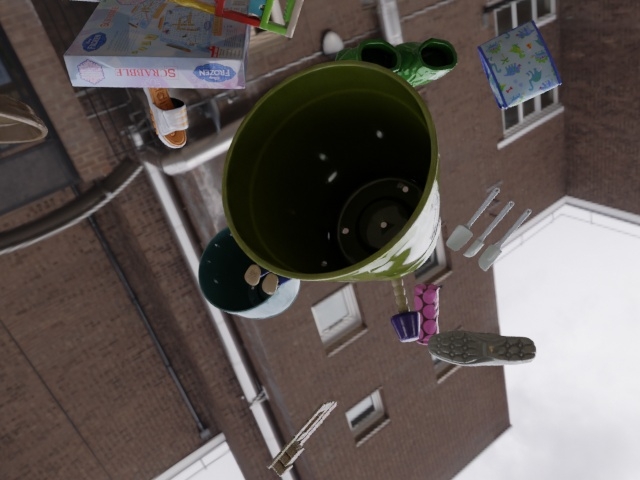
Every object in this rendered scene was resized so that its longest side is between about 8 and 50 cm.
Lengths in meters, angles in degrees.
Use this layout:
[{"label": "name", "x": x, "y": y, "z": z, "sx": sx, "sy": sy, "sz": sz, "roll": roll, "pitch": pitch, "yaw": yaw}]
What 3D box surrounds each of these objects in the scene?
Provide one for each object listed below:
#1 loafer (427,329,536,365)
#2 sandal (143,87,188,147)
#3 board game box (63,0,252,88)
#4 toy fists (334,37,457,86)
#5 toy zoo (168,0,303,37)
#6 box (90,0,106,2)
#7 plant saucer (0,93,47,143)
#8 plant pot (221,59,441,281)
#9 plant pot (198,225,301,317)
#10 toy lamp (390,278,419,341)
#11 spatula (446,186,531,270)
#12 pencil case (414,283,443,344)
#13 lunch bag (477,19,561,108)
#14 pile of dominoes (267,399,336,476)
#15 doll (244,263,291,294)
[{"label": "loafer", "x": 0.494, "y": 0.337, "z": 1.703, "sx": 0.320, "sy": 0.111, "sz": 0.111, "roll": 3, "pitch": -106, "yaw": 17}, {"label": "sandal", "x": -0.436, "y": -0.388, "z": 1.581, "sx": 0.076, "sy": 0.265, "sz": 0.102, "roll": 2, "pitch": -145, "yaw": 28}, {"label": "board game box", "x": -0.304, "y": -0.410, "z": 1.116, "sx": 0.318, "sy": 0.065, "sz": 0.318, "roll": 1, "pitch": -138, "yaw": -3}, {"label": "toy fists", "x": 0.162, "y": -0.398, "z": 1.247, "sx": 0.279, "sy": 0.096, "sz": 0.142, "roll": -10, "pitch": 177, "yaw": -23}, {"label": "toy zoo", "x": -0.162, "y": -0.507, "z": 1.009, "sx": 0.293, "sy": 0.192, "sz": 0.030, "roll": 8, "pitch": -148, "yaw": -23}, {"label": "box", "x": -0.564, "y": -0.598, "z": 1.060, "sx": 0.262, "sy": 0.231, "sz": 0.126, "roll": 6, "pitch": -109, "yaw": 1}, {"label": "plant saucer", "x": -0.578, "y": -0.195, "z": 0.858, "sx": 0.278, "sy": 0.041, "sz": 0.278, "roll": -1, "pitch": 179, "yaw": 0}, {"label": "plant pot", "x": 0.072, "y": -0.073, "z": 1.017, "sx": 0.367, "sy": 0.353, "sz": 0.366, "roll": -7, "pitch": -108, "yaw": 23}, {"label": "plant pot", "x": -0.193, "y": 0.115, "z": 1.726, "sx": 0.293, "sy": 0.235, "sz": 0.292, "roll": -8, "pitch": -115, "yaw": 18}, {"label": "toy lamp", "x": 0.203, "y": 0.127, "z": 1.445, "sx": 0.080, "sy": 0.080, "sz": 0.274, "roll": -13, "pitch": -113, "yaw": 6}, {"label": "spatula", "x": 0.529, "y": -0.038, "z": 1.737, "sx": 0.242, "sy": 0.168, "sz": 0.019, "roll": -55, "pitch": -178, "yaw": 19}, {"label": "pencil case", "x": 0.376, "y": 0.255, "z": 1.931, "sx": 0.095, "sy": 0.209, "sz": 0.098, "roll": 3, "pitch": -173, "yaw": 20}, {"label": "lunch bag", "x": 0.428, "y": -0.381, "z": 1.204, "sx": 0.129, "sy": 0.151, "sz": 0.096, "roll": -24, "pitch": -170, "yaw": 12}, {"label": "pile of dominoes", "x": -0.035, "y": 0.561, "z": 1.576, "sx": 0.040, "sy": 0.196, "sz": 0.251, "roll": 42, "pitch": -84, "yaw": 21}, {"label": "doll", "x": -0.070, "y": 0.044, "z": 1.058, "sx": 0.129, "sy": 0.046, "sz": 0.189, "roll": 26, "pitch": -158, "yaw": 18}]
